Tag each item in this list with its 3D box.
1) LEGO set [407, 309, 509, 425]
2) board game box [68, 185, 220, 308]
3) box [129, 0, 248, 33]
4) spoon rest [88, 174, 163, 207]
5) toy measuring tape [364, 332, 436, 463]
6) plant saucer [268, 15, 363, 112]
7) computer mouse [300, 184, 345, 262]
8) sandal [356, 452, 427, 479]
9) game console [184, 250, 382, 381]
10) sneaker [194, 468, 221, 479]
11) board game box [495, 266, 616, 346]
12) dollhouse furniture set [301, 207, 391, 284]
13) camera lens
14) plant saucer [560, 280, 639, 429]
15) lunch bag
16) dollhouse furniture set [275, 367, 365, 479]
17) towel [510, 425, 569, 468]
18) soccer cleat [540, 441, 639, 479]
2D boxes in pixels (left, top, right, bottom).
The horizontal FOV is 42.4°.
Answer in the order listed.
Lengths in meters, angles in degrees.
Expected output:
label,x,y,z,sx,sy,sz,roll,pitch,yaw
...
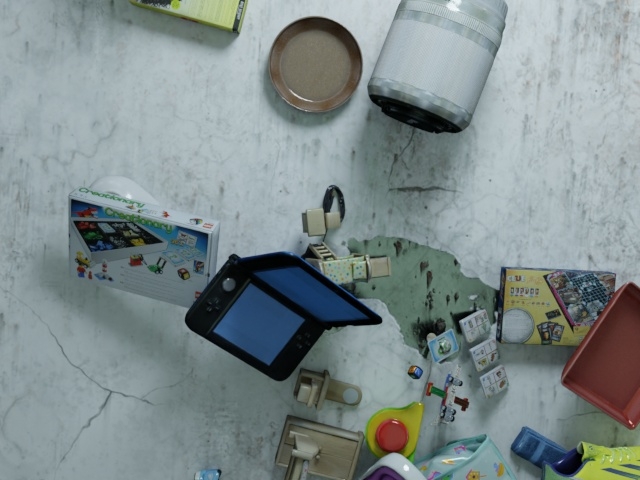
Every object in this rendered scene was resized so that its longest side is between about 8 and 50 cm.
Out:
label,x,y,z,sx,sy,sz,roll,pitch,yaw
LEGO set,0.283,0.274,1.748,0.244,0.060,0.183,-23,96,-35
board game box,-0.357,0.019,1.655,0.305,0.053,0.193,14,119,8
box,-0.268,-0.495,1.687,0.232,0.058,0.088,13,94,-5
spoon rest,-0.367,-0.045,1.716,0.276,0.084,0.137,20,92,9
toy measuring tape,0.164,0.351,1.756,0.121,0.121,0.330,14,80,-4
plant saucer,-0.010,-0.366,1.722,0.198,0.036,0.199,0,95,-3
computer mouse,0.000,0.000,1.754,0.071,0.041,0.242,18,86,-17
sandal,0.103,0.554,1.653,0.102,0.416,0.169,-31,60,-33
game console,-0.073,0.160,1.634,0.293,0.173,0.250,37,90,-33
sneaker,-0.216,0.566,1.769,0.073,0.063,0.162,-18,95,-5
board game box,0.509,0.144,1.786,0.243,0.042,0.165,3,95,-4
dollhouse furniture set,0.066,0.007,1.700,0.181,0.101,0.161,-7,93,-18
camera lens,0.232,-0.364,1.643,0.219,0.219,0.275,21,93,-5
plant saucer,0.652,0.244,1.767,0.259,0.047,0.259,33,92,-25
lunch bag,0.298,0.555,1.750,0.262,0.160,0.224,-31,94,5
dollhouse furniture set,0.012,0.445,1.625,0.173,0.355,0.304,15,93,-5
towel,0.483,0.464,1.816,0.119,0.029,0.067,31,93,-5
soccer cleat,0.611,0.483,1.777,0.289,0.093,0.121,-15,92,-12
